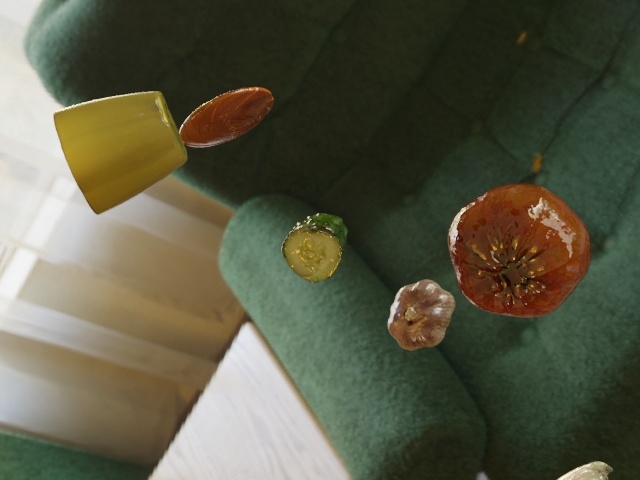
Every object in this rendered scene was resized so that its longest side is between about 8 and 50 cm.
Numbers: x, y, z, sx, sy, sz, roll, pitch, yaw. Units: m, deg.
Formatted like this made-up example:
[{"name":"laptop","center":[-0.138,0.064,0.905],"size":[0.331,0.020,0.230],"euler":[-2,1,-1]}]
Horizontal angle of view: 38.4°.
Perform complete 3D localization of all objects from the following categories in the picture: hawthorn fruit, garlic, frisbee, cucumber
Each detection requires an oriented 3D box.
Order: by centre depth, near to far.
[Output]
[{"name":"hawthorn fruit","center":[0.320,0.002,1.491],"size":[0.224,0.224,0.261],"euler":[-46,4,26]},{"name":"frisbee","center":[-0.171,-0.221,1.725],"size":[0.192,0.192,0.035],"euler":[-36,74,36]},{"name":"garlic","center":[0.212,0.159,1.977],"size":[0.159,0.102,0.147],"euler":[-43,54,20]},{"name":"cucumber","center":[0.002,-0.002,2.055],"size":[0.134,0.134,0.244],"euler":[-53,2,17]}]

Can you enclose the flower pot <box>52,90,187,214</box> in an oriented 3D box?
[{"name":"flower pot","center":[-0.330,-0.163,1.553],"size":[0.179,0.195,0.195],"euler":[-22,42,-3]}]

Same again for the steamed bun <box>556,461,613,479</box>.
[{"name":"steamed bun","center":[0.412,0.412,1.261],"size":[0.170,0.226,0.200],"euler":[-45,21,-29]}]
